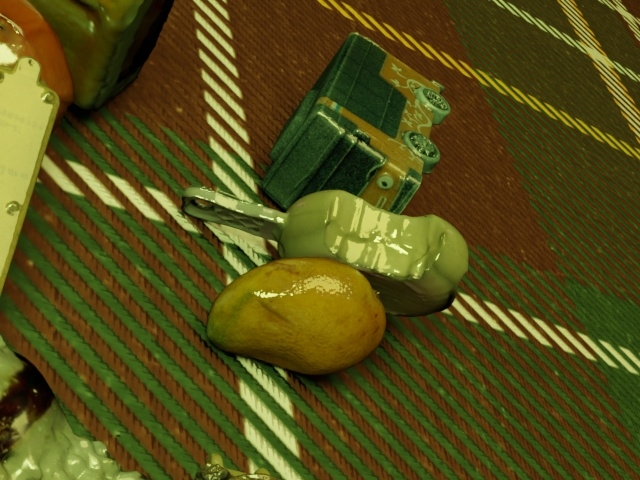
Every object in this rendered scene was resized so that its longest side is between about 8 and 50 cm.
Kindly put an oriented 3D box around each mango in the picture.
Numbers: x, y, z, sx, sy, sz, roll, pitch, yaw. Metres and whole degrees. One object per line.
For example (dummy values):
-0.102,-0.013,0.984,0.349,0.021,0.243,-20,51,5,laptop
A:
-0.017,0.065,0.885,0.165,0.115,0.089,20,18,-23,mango

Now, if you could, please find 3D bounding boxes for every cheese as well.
0.000,0.000,0.961,0.286,0.163,0.082,17,66,-7,cheese

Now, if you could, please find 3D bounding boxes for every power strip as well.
-0.254,0.003,0.693,0.064,0.044,0.305,22,64,-26,power strip

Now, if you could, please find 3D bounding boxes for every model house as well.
-0.259,-0.267,0.927,0.239,0.268,0.173,31,46,-7,model house

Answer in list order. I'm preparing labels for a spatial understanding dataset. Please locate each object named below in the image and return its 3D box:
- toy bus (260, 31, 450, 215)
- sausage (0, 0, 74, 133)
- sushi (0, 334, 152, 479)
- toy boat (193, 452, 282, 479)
0.045,-0.120,1.137,0.167,0.138,0.275,33,33,-9,toy bus
-0.334,-0.173,0.804,0.268,0.153,0.141,35,-4,-11,sausage
-0.208,0.129,0.575,0.332,0.124,0.130,53,28,-5,sushi
-0.054,0.246,0.667,0.068,0.088,0.226,24,37,-25,toy boat
